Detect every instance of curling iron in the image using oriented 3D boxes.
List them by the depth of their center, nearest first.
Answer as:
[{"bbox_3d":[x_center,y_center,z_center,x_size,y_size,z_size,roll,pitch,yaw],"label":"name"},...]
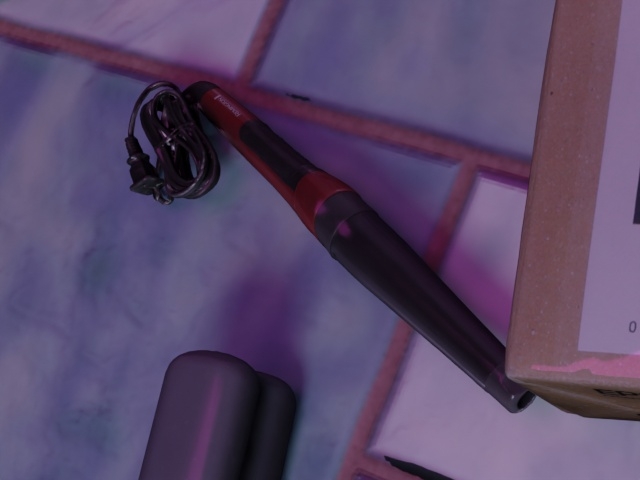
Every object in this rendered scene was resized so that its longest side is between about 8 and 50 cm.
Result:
[{"bbox_3d":[0.000,0.000,0.719,0.274,0.035,0.068,35,96,33],"label":"curling iron"}]

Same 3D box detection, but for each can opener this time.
[{"bbox_3d":[-0.090,0.189,0.680,0.095,0.076,0.283,5,75,29],"label":"can opener"}]

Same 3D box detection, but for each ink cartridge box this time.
[{"bbox_3d":[0.203,-0.022,0.587,0.235,0.088,0.193,1,75,29],"label":"ink cartridge box"}]
